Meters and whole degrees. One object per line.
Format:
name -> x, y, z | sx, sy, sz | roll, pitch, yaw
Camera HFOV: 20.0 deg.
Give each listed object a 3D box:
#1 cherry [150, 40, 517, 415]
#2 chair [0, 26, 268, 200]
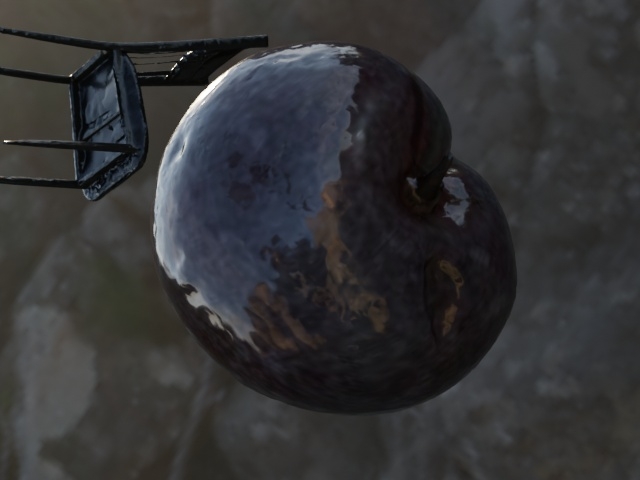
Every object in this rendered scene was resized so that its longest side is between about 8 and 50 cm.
cherry -> -0.003, -0.003, 0.799 | 0.176, 0.176, 0.140 | -42, 1, 45
chair -> -0.054, -0.034, 0.487 | 0.037, 0.086, 0.042 | -28, 71, 53
